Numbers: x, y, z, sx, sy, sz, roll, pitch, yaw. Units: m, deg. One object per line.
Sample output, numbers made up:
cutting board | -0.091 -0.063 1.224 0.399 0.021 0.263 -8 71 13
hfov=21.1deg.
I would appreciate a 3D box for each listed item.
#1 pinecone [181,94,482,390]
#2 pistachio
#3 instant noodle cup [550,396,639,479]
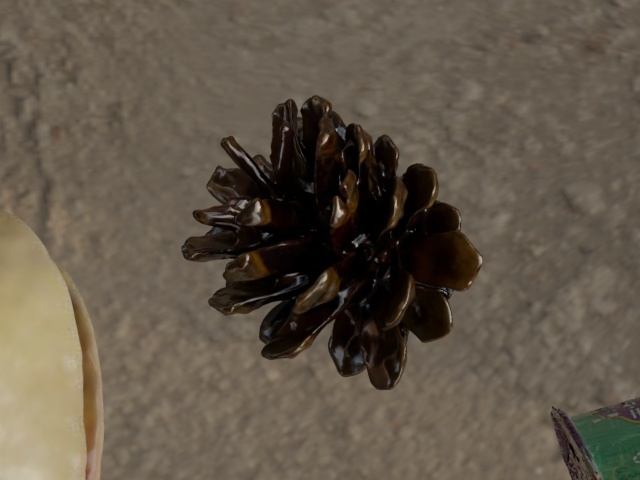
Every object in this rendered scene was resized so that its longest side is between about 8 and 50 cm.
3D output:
pinecone | -0.002 -0.001 1.347 0.229 0.201 0.202 26 80 43
pistachio | -0.215 0.136 0.948 0.214 0.193 0.318 6 70 22
instant noodle cup | 0.287 0.188 1.124 0.190 0.251 0.251 -23 89 1
